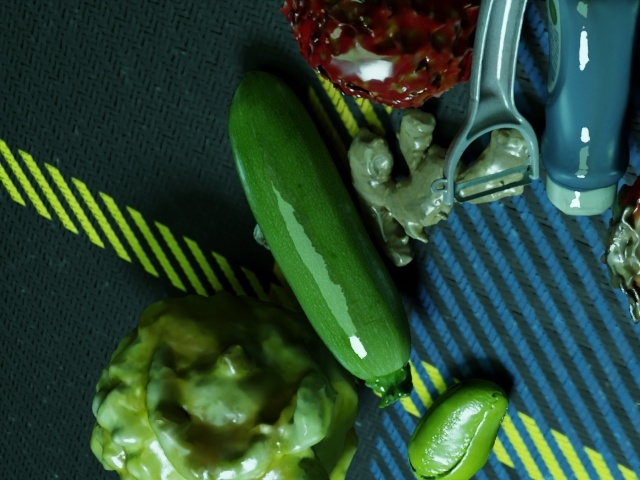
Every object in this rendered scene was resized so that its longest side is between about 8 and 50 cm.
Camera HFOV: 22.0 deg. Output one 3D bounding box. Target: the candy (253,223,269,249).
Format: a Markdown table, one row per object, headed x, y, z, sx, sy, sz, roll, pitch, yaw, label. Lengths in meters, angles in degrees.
| x | y | z | sx | sy | sz | roll | pitch | yaw | label |
| --- | --- | --- | --- | --- | --- | --- | --- | --- | --- |
| 0.003 | 0.025 | 1.865 | 0.182 | 0.046 | 0.053 | 35 | 137 | 16 | candy |

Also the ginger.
| x | y | z | sx | sy | sz | roll | pitch | yaw | label |
| --- | --- | --- | --- | --- | --- | --- | --- | --- | --- |
| 0.117 | -0.077 | 1.705 | 0.149 | 0.065 | 0.259 | 53 | 136 | -4 | ginger |

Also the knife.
| x | y | z | sx | sy | sz | roll | pitch | yaw | label |
| --- | --- | --- | --- | --- | --- | --- | --- | --- | --- |
| 0.158 | -0.164 | 1.525 | 0.053 | 0.123 | 0.278 | 43 | 142 | 42 | knife |

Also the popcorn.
| x | y | z | sx | sy | sz | roll | pitch | yaw | label |
| --- | --- | --- | --- | --- | --- | --- | --- | --- | --- |
| -0.095 | 0.205 | 1.894 | 0.336 | 0.279 | 0.274 | 16 | 119 | 5 | popcorn |

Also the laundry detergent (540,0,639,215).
| x | y | z | sx | sy | sz | roll | pitch | yaw | label |
| --- | --- | --- | --- | --- | --- | --- | --- | --- | --- |
| 0.252 | -0.138 | 1.521 | 0.094 | 0.143 | 0.289 | -5 | 128 | 1 | laundry detergent |

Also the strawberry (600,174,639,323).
| x | y | z | sx | sy | sz | roll | pitch | yaw | label |
| --- | --- | --- | --- | --- | --- | --- | --- | --- | --- |
| 0.386 | -0.003 | 1.550 | 0.237 | 0.111 | 0.190 | 5 | 116 | 4 | strawberry |

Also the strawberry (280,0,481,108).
| x | y | z | sx | sy | sz | roll | pitch | yaw | label |
| --- | --- | --- | --- | --- | --- | --- | --- | --- | --- |
| 0.051 | -0.196 | 1.567 | 0.234 | 0.178 | 0.234 | 8 | 126 | 12 | strawberry |

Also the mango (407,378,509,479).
| x | y | z | sx | sy | sz | roll | pitch | yaw | label |
| --- | --- | --- | --- | --- | --- | --- | --- | --- | --- |
| 0.161 | 0.215 | 1.869 | 0.091 | 0.074 | 0.165 | 44 | 123 | 8 | mango |

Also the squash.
| x | y | z | sx | sy | sz | roll | pitch | yaw | label |
| --- | --- | --- | --- | --- | --- | --- | --- | --- | --- |
| 0.000 | 0.000 | 1.773 | 0.107 | 0.107 | 0.395 | -21 | 97 | 42 | squash |
